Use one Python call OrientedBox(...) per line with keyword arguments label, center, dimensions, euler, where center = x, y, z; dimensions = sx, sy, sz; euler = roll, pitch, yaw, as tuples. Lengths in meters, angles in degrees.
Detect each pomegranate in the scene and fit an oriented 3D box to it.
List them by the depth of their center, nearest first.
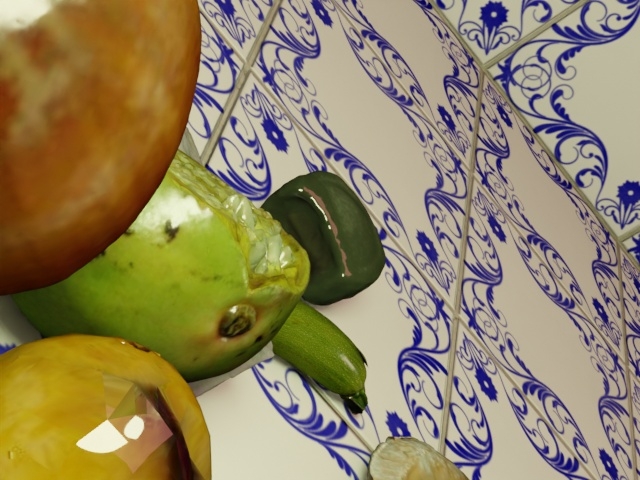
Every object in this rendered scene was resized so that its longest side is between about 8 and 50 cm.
OrientedBox(label="pomegranate", center=(-0.192, 0.004, 1.464), dimensions=(0.358, 0.216, 0.310), euler=(35, 5, 36))

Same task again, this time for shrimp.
OrientedBox(label="shrimp", center=(0.113, 0.342, 1.750), dimensions=(0.221, 0.110, 0.446), euler=(52, 19, 3))

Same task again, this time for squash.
OrientedBox(label="squash", center=(-0.034, 0.109, 1.789), dimensions=(0.071, 0.080, 0.318), euler=(25, -9, 48))

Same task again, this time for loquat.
OrientedBox(label="loquat", center=(-0.191, 0.186, 1.175), dimensions=(0.235, 0.235, 0.235), euler=(44, 26, -28))

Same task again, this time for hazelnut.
OrientedBox(label="hazelnut", center=(-0.265, -0.131, 1.164), dimensions=(0.366, 0.366, 0.365), euler=(44, 26, -28))

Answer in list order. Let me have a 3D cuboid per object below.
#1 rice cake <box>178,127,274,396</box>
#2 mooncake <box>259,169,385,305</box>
OrientedBox(label="rice cake", center=(-0.143, 0.019, 1.645), dimensions=(0.050, 0.106, 0.298), euler=(35, 29, -62))
OrientedBox(label="mooncake", center=(0.000, 0.000, 1.956), dimensions=(0.168, 0.104, 0.175), euler=(39, 31, -44))
